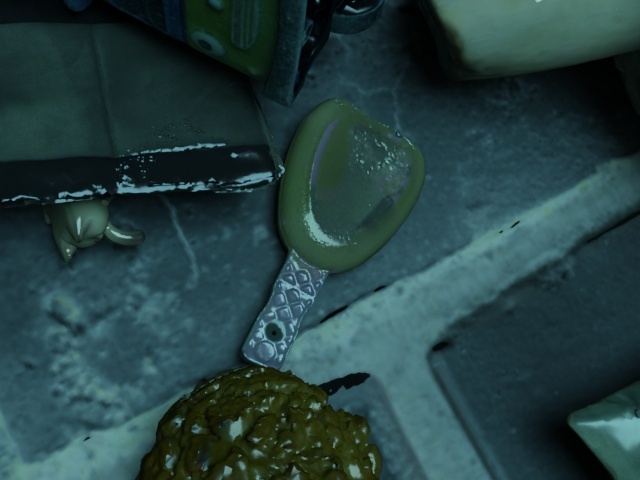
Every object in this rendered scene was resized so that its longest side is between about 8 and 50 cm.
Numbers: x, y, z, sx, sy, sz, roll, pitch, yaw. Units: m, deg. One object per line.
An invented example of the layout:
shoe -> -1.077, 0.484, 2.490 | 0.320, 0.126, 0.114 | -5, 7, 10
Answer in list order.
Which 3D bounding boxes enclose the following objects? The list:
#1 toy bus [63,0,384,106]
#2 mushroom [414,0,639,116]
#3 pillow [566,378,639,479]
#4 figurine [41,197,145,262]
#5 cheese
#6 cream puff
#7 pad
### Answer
toy bus -> -0.016, -0.257, 0.608 | 0.190, 0.152, 0.312 | 25, 62, 5
mushroom -> 0.239, -0.179, 0.682 | 0.336, 0.314, 0.314 | -14, 81, 2
pillow -> 0.356, 0.182, 0.692 | 0.310, 0.119, 0.312 | -27, 87, -22
figurine -> -0.144, -0.030, 0.597 | 0.051, 0.047, 0.083 | -11, 73, -39
cheese -> 0.000, 0.000, 0.645 | 0.097, 0.037, 0.192 | 30, 68, -10
cream puff -> -0.031, 0.154, 0.550 | 0.150, 0.115, 0.165 | -22, 86, -21
pad -> -0.150, -0.094, 0.592 | 0.233, 0.022, 0.174 | -5, 59, -21
